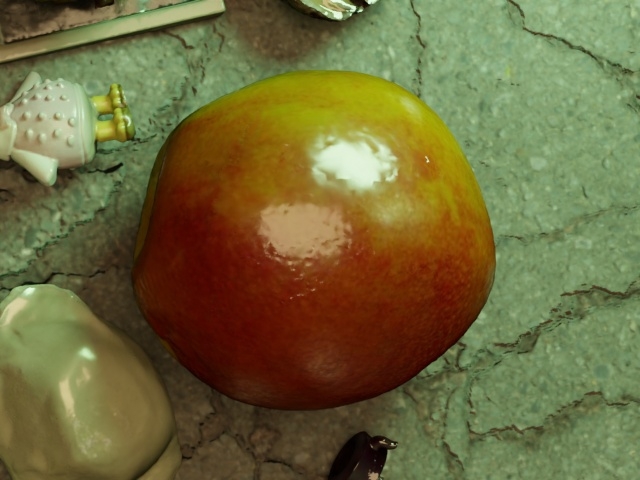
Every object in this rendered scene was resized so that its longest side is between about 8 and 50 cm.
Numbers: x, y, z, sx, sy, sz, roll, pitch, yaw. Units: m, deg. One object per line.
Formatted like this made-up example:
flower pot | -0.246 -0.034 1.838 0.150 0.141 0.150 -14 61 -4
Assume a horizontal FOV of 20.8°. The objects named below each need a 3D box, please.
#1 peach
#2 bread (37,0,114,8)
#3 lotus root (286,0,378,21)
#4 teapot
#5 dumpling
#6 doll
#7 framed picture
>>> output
peach | 0.000 0.000 1.555 0.332 0.308 0.307 7 85 -18
bread | -0.308 -0.341 1.479 0.192 0.370 0.314 -17 89 13
lotus root | -0.049 -0.356 1.674 0.167 0.078 0.329 -31 92 -31
teapot | 0.037 0.221 1.655 0.045 0.068 0.100 33 116 -10
dumpling | -0.222 0.154 1.576 0.162 0.132 0.250 -37 109 -20
doll | -0.277 -0.101 1.604 0.207 0.081 0.129 -9 57 -9
framed picture | -0.242 -0.344 1.657 0.240 0.020 0.324 -13 89 -11
